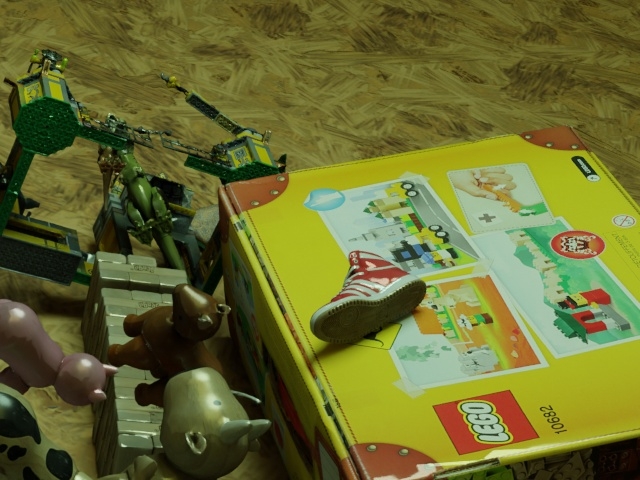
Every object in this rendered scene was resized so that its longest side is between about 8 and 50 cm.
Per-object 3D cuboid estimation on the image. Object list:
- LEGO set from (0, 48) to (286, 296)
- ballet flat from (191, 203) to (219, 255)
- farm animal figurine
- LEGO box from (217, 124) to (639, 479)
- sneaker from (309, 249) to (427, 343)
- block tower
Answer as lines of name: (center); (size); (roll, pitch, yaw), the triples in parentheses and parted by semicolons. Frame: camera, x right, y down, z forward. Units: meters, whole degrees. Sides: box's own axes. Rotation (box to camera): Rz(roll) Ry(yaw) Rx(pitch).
LEGO set: (-0.211, -0.067, 1.794); (0.331, 0.255, 0.192); (9, 27, -19)
ballet flat: (0.000, 0.000, 1.923); (0.316, 0.106, 0.107); (23, 28, 16)
farm animal figurine: (-0.128, 0.180, 1.270); (0.172, 0.326, 0.330); (-6, 10, 33)
LEGO box: (0.145, 0.114, 1.591); (0.373, 0.193, 0.500); (-10, 33, -11)
sneaker: (0.025, 0.046, 1.486); (0.118, 0.042, 0.067); (-19, 39, -35)
block tower: (-0.158, 0.133, 1.605); (0.091, 0.097, 0.335); (6, 29, -15)
